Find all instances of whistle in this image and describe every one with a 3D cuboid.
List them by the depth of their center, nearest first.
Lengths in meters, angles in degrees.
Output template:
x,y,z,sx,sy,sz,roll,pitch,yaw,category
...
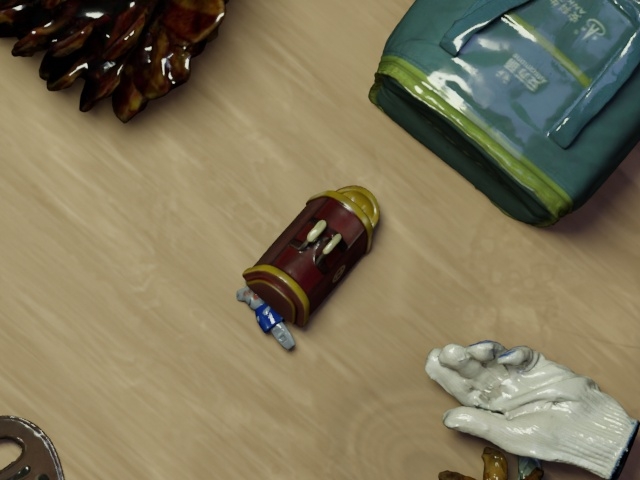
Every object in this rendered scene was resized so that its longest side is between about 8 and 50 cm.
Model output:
x,y,z,sx,sy,sz,roll,pitch,yaw,category
-0.055,0.077,1.616,0.033,0.029,0.083,-41,80,28,whistle

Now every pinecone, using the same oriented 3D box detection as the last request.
x,y,z,sx,sy,sz,roll,pitch,yaw,category
-0.216,-0.291,1.545,0.295,0.242,0.298,30,85,-2,pinecone

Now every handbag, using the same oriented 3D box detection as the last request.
x,y,z,sx,sy,sz,roll,pitch,yaw,category
0.211,-0.175,1.579,0.263,0.222,0.241,38,85,-1,handbag

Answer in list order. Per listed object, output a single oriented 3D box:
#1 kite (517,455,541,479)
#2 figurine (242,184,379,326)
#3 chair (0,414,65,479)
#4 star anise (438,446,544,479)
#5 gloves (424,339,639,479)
x,y,z,sx,sy,sz,roll,pitch,yaw,category
0.213,0.358,1.608,0.335,0.011,0.314,6,81,-5,kite
0.001,0.000,1.588,0.082,0.098,0.154,40,69,4,figurine
-0.424,0.277,1.511,0.326,0.183,0.176,-2,77,-50,chair
0.142,0.302,1.570,0.233,0.073,0.177,-15,74,0,star anise
0.210,0.167,1.591,0.229,0.097,0.119,30,68,-2,gloves
